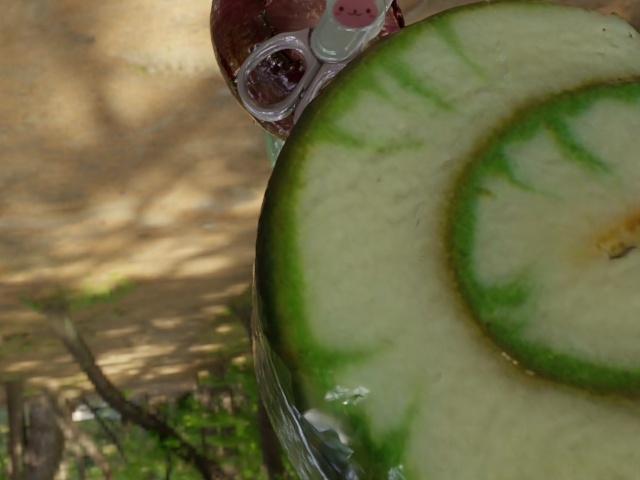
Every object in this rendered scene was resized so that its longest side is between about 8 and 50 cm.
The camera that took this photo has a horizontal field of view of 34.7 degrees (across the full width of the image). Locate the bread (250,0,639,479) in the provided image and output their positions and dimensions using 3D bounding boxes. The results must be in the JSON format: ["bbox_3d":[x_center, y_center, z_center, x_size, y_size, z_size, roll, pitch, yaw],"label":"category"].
[{"bbox_3d":[0.142,0.031,0.604,0.367,0.381,0.129,-1,155,-5],"label":"bread"}]

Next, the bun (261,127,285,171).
[{"bbox_3d":[0.016,-0.167,1.534,0.179,0.283,0.283,-12,170,10],"label":"bun"}]

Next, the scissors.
[{"bbox_3d":[0.030,-0.195,0.884,0.118,0.242,0.030,30,169,13],"label":"scissors"}]

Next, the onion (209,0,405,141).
[{"bbox_3d":[-0.011,-0.202,1.046,0.161,0.247,0.248,2,177,34],"label":"onion"}]
